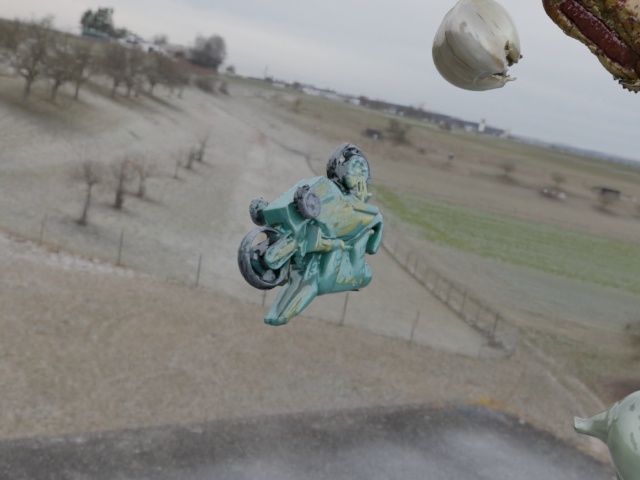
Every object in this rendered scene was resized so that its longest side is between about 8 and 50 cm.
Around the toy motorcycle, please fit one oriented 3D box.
[{"bbox_3d":[-0.001,0.001,1.070,0.109,0.198,0.296,-7,25,44],"label":"toy motorcycle"}]

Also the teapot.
[{"bbox_3d":[0.565,0.326,1.163,0.318,0.149,0.220,4,38,-26],"label":"teapot"}]

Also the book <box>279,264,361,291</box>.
[{"bbox_3d":[-0.019,0.023,1.895,0.264,0.202,0.027,0,12,38],"label":"book"}]

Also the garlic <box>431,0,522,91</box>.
[{"bbox_3d":[0.337,-0.409,1.633,0.203,0.185,0.281,46,14,-2],"label":"garlic"}]

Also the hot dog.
[{"bbox_3d":[0.431,-0.330,1.136,0.069,0.131,0.252,-19,65,-35],"label":"hot dog"}]
